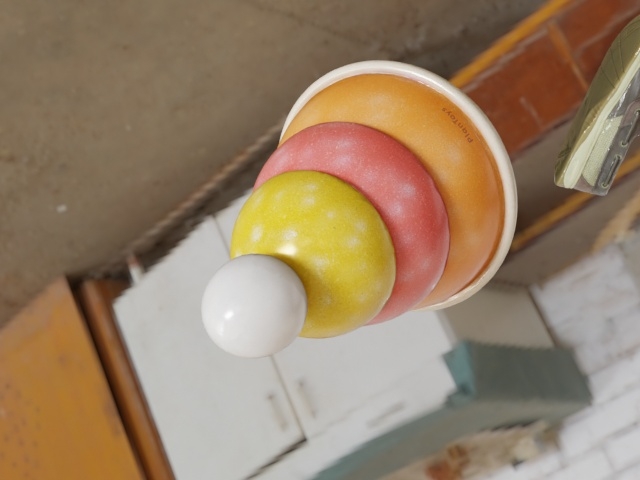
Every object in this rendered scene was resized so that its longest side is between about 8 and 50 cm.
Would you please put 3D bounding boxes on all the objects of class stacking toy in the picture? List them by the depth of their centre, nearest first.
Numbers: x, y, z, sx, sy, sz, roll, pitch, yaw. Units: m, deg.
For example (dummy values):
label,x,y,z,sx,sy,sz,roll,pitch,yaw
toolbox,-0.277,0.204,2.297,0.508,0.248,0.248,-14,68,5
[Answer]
label,x,y,z,sx,sy,sz,roll,pitch,yaw
stacking toy,0.000,0.000,1.724,0.350,0.350,0.480,-43,175,37

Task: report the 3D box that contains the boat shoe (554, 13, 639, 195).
label,x,y,z,sx,sy,sz,roll,pitch,yaw
boat shoe,0.327,-0.143,1.536,0.073,0.080,0.223,19,124,-9
